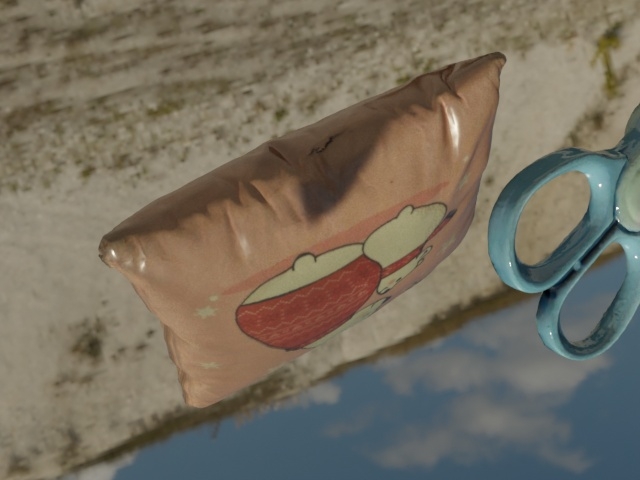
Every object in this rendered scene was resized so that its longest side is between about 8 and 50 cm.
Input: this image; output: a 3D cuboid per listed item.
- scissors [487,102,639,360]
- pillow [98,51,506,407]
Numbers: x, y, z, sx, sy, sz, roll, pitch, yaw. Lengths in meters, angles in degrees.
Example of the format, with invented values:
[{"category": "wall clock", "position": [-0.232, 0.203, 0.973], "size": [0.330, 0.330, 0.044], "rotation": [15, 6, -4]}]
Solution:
[{"category": "scissors", "position": [0.195, -0.052, 0.643], "size": [0.256, 0.125, 0.030], "rotation": [-46, -146, -14]}, {"category": "pillow", "position": [0.000, 0.000, 0.668], "size": [0.236, 0.084, 0.223], "rotation": [-31, 156, -7]}]
